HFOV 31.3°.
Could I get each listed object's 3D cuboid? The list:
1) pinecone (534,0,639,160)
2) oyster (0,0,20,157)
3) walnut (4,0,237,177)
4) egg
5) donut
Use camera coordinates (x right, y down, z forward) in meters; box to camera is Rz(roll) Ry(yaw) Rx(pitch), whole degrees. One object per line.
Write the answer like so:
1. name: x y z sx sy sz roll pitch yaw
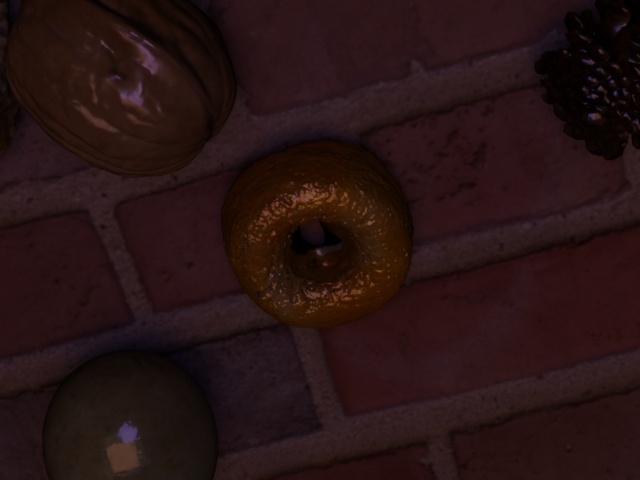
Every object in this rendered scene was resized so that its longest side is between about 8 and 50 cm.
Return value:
1. pinecone: 0.349 -0.196 1.304 0.195 0.150 0.179 -30 110 11
2. oyster: -0.407 -0.216 1.298 0.166 0.110 0.341 14 123 32
3. walnut: -0.222 -0.192 1.267 0.261 0.225 0.225 35 108 -8
4. egg: -0.239 0.278 1.462 0.218 0.218 0.295 -1 122 -1
5. donut: 0.000 -0.002 1.409 0.253 0.118 0.253 -5 126 -7
